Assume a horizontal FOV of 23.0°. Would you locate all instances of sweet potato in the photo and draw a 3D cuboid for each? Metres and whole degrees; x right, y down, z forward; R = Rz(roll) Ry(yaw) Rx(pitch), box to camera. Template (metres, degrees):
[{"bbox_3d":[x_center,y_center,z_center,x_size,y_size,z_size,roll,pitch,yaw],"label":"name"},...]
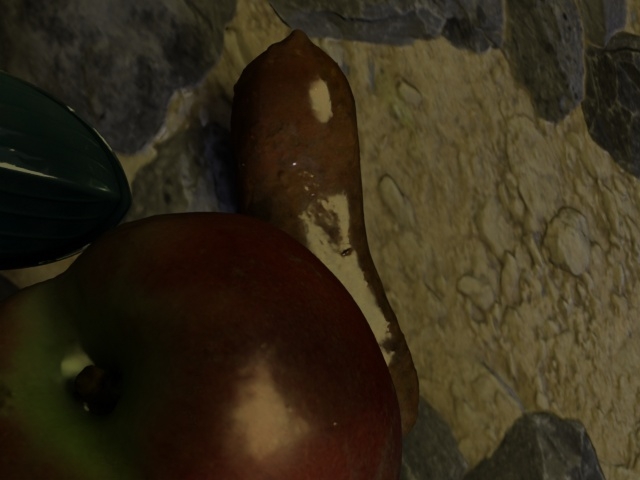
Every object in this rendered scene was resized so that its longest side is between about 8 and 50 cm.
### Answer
[{"bbox_3d":[-0.001,0.001,1.088,0.097,0.097,0.291,-24,103,-53],"label":"sweet potato"}]

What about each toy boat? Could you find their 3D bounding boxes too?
[{"bbox_3d":[-0.226,-0.048,0.797,0.296,0.122,0.114,14,87,-37],"label":"toy boat"}]

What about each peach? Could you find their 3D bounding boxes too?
[{"bbox_3d":[-0.075,0.114,0.821,0.252,0.252,0.252,24,58,-45],"label":"peach"}]
